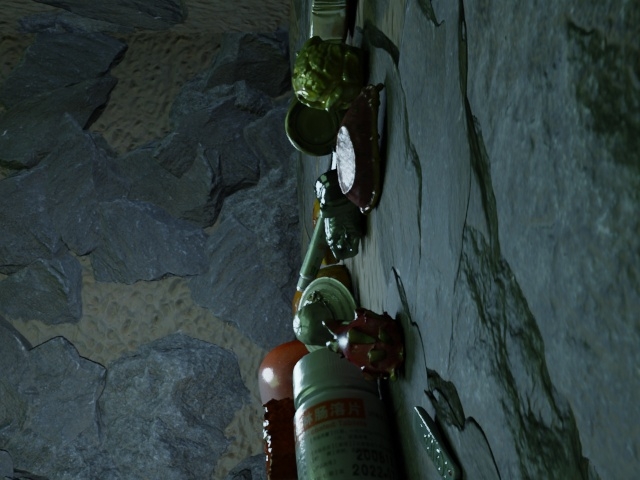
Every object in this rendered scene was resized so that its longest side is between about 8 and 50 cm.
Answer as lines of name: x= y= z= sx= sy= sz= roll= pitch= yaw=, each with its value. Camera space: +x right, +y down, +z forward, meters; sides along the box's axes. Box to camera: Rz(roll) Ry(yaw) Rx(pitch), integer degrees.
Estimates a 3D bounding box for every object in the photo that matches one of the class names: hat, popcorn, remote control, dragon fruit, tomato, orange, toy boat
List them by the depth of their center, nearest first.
remote control: x=0.183 y=0.322 z=1.138 sx=0.184 sy=0.027 sz=0.050 roll=-121 pitch=28 yaw=-69
dragon fruit: x=0.090 y=0.201 z=1.479 sx=0.150 sy=0.207 sz=0.133 roll=-1 pitch=-73 yaw=-54
toy boat: x=0.088 y=-0.183 z=1.595 sx=0.141 sy=0.099 sz=0.318 roll=42 pitch=142 yaw=42
popcorn: x=0.019 y=-0.402 z=1.773 sx=0.187 sy=0.185 sz=0.167 roll=-81 pitch=7 yaw=-71
hat: x=-0.015 y=0.227 z=1.996 sx=0.252 sy=0.109 sz=0.252 roll=3 pitch=95 yaw=47
orange: x=0.036 y=0.206 z=2.219 sx=0.310 sy=0.274 sz=0.275 roll=-30 pitch=-57 yaw=-61
tomato: x=-0.064 y=0.488 z=2.367 sx=0.341 sy=0.272 sz=0.342 roll=179 pitch=90 yaw=-84

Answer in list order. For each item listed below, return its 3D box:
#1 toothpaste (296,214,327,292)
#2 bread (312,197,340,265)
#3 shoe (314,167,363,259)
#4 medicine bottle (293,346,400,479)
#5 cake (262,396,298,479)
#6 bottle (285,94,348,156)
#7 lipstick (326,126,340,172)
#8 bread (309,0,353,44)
toothpaste: x=0.000 y=0.000 z=2.093 sx=0.058 sy=0.055 sz=0.315 roll=-72 pitch=1 yaw=-81
bread: x=0.014 y=-0.038 z=2.340 sx=0.271 sy=0.077 sz=0.139 roll=-98 pitch=2 yaw=-57
shoe: x=0.057 y=-0.052 z=1.810 sx=0.293 sy=0.109 sz=0.149 roll=79 pitch=177 yaw=-65
medicine bottle: x=0.049 y=0.429 z=1.562 sx=0.211 sy=0.210 sz=0.372 roll=94 pitch=171 yaw=-45
cake: x=-0.010 y=0.595 z=1.881 sx=0.269 sy=0.269 sz=0.320 roll=-108 pitch=17 yaw=-71
bottle: x=-0.003 y=-0.352 z=2.047 sx=0.351 sy=0.171 sz=0.172 roll=-85 pitch=-5 yaw=-72
lipstick: x=0.056 y=-0.183 z=1.922 sx=0.300 sy=0.081 sz=0.081 roll=92 pitch=173 yaw=-52
bread: x=0.029 y=-0.622 z=1.933 sx=0.210 sy=0.109 sz=0.192 roll=96 pitch=176 yaw=-52
